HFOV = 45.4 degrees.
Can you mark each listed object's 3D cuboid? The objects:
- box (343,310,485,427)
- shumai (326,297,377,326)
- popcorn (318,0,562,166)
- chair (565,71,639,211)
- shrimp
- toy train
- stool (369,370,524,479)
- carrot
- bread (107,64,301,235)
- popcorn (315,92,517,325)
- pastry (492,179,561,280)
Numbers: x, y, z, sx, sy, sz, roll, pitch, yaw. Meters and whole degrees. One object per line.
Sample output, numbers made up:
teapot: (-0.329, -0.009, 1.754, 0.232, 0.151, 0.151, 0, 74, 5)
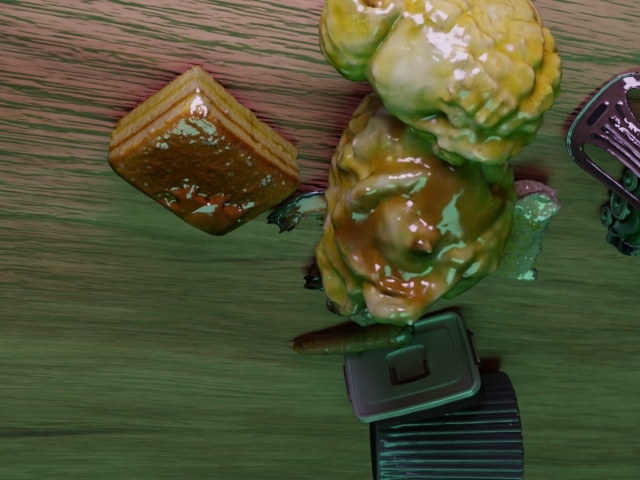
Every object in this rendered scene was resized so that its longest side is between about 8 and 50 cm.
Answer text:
box: (0.212, 0.293, 1.660, 0.294, 0.193, 0.167, -19, 148, 16)
shumai: (0.081, 0.113, 1.442, 0.139, 0.105, 0.123, -6, 165, 15)
popcorn: (0.155, -0.230, 0.904, 0.286, 0.225, 0.174, 37, 148, 3)
chair: (0.545, -0.093, 1.128, 0.183, 0.326, 0.176, -9, 145, -41)
shrimp: (0.000, 0.000, 1.327, 0.222, 0.054, 0.290, 11, 141, -23)
toy train: (0.543, -0.049, 1.305, 0.071, 0.105, 0.178, -5, 145, -9)
stool: (0.289, 0.471, 1.841, 0.330, 0.297, 0.297, -2, 144, 0)
carrot: (0.055, 0.210, 1.627, 0.298, 0.078, 0.078, -12, 145, 18)
bread: (-0.163, -0.113, 1.095, 0.184, 0.111, 0.234, -28, 139, 26)
popcorn: (0.139, -0.049, 1.096, 0.279, 0.274, 0.336, -13, 121, -20)
pastry: (0.337, -0.018, 1.327, 0.121, 0.089, 0.258, -3, 144, 1)
